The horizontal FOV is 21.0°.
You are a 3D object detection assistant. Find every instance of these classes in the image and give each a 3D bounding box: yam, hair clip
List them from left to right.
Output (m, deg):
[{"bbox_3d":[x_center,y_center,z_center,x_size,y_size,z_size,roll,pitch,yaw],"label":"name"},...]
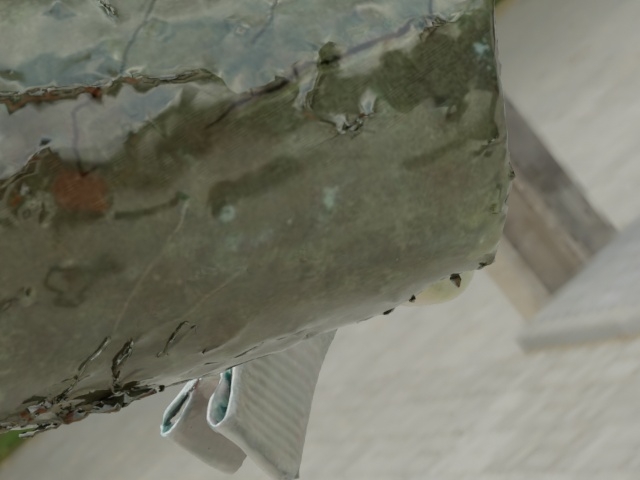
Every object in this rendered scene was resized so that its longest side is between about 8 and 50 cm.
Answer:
[{"bbox_3d":[-0.060,-0.026,0.509,0.254,0.154,0.154,-13,6,-10],"label":"yam"},{"bbox_3d":[0.000,-0.002,0.776,0.071,0.159,0.219,4,58,42],"label":"hair clip"}]
